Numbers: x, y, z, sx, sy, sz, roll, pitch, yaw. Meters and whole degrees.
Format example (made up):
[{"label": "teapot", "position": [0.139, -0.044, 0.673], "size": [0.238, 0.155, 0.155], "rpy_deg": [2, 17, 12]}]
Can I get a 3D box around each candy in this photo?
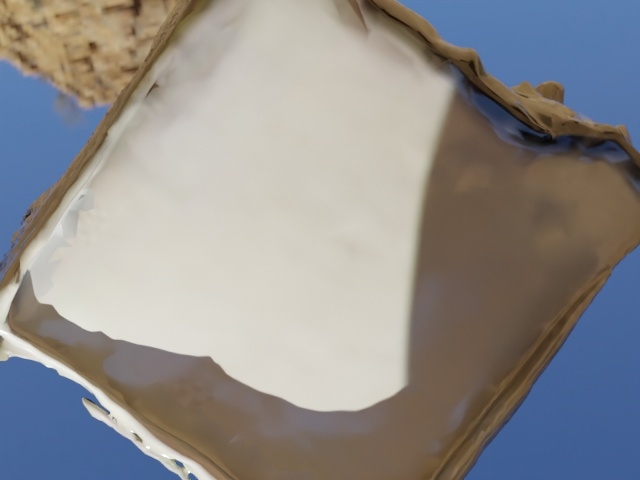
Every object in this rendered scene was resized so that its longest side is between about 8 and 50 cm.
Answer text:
[{"label": "candy", "position": [0.000, 0.000, 0.482], "size": [0.195, 0.185, 0.137], "rpy_deg": [-56, -172, -1]}]
